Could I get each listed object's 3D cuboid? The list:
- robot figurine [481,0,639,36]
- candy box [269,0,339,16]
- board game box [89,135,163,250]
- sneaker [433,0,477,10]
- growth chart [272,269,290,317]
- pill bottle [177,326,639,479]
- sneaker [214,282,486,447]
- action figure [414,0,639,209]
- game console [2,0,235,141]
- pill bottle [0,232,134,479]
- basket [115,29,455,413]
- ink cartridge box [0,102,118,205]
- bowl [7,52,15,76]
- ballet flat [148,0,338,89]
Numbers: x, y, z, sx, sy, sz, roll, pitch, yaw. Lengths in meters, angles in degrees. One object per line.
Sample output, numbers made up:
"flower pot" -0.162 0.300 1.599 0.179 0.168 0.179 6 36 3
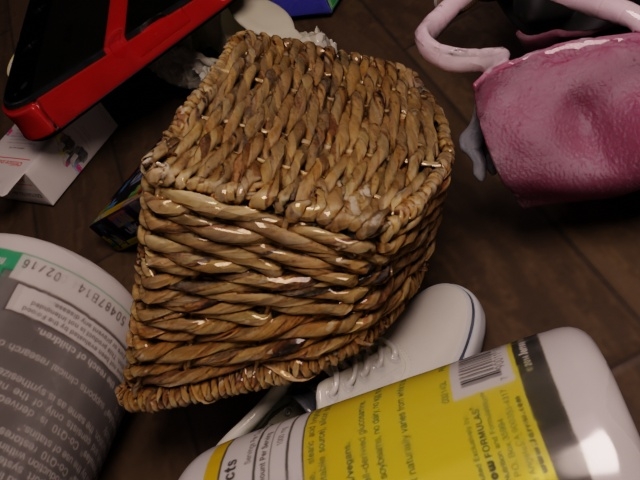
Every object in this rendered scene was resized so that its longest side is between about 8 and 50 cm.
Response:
"robot figurine" 0.263 -0.270 0.808 0.278 0.209 0.173 -20 -9 -31
"candy box" -0.050 -0.445 1.236 0.268 0.122 0.317 4 54 33
"board game box" -0.160 -0.066 0.936 0.170 0.048 0.141 -17 36 56
"sneaker" 0.163 -0.308 1.041 0.118 0.042 0.067 -36 45 -18
"growth chart" 0.000 0.000 0.854 0.172 0.021 0.237 -9 45 24
"pill bottle" 0.030 0.190 0.527 0.334 0.188 0.188 -21 42 11
"sneaker" 0.024 0.117 0.671 0.258 0.091 0.094 -44 43 -15
"action figure" 0.301 -0.122 0.629 0.370 0.275 0.248 -4 41 46
"game console" -0.234 -0.310 1.099 0.342 0.060 0.386 -28 40 16
"pill bottle" -0.285 0.189 0.695 0.204 0.204 0.361 -5 48 26
"basket" -0.015 -0.008 0.727 0.213 0.223 0.299 13 31 1
"ink cartridge box" -0.355 -0.106 1.127 0.104 0.061 0.181 8 54 37
"bowl" -0.338 -0.245 1.238 0.170 0.080 0.170 -17 43 16
"ballet flat" -0.100 -0.240 1.057 0.147 0.147 0.409 -44 43 -14
